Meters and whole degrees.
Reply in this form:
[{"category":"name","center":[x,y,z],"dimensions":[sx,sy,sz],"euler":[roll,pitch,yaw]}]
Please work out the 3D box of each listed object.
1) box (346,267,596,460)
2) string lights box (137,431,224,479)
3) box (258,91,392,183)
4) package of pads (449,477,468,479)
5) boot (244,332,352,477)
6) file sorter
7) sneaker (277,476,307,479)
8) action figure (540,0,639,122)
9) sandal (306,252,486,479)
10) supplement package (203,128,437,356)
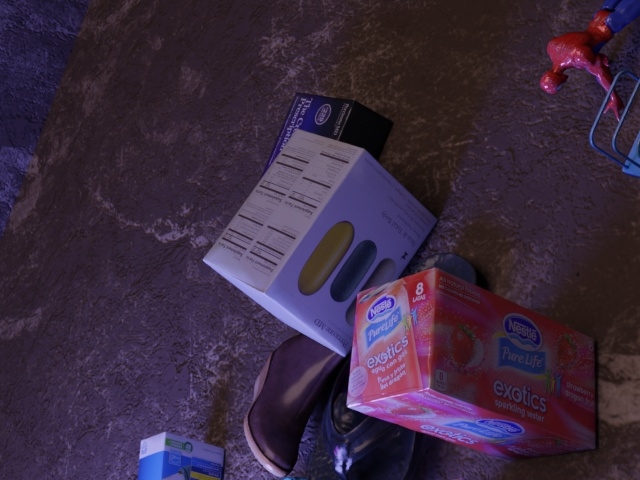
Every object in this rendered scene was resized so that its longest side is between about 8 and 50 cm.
[{"category":"box","center":[0.192,0.159,1.351],"dimensions":[0.142,0.300,0.154],"euler":[-22,53,46]},{"category":"string lights box","center":[-0.241,0.469,1.856],"dimensions":[0.077,0.133,0.259],"euler":[-27,52,40]},{"category":"box","center":[-0.008,-0.116,1.927],"dimensions":[0.184,0.103,0.261],"euler":[18,85,51]},{"category":"package of pads","center":[0.091,0.401,1.343],"dimensions":[0.101,0.297,0.229],"euler":[46,106,26]},{"category":"boot","center":[-0.027,0.230,1.739],"dimensions":[0.207,0.090,0.248],"euler":[-46,27,22]},{"category":"file sorter","center":[0.441,-0.139,1.375],"dimensions":[0.170,0.105,0.118],"euler":[24,89,54]},{"category":"sneaker","center":[-0.004,0.394,1.623],"dimensions":[0.275,0.110,0.107],"euler":[-16,58,45]},{"category":"action figure","center":[0.417,-0.280,1.514],"dimensions":[0.280,0.139,0.091],"euler":[-43,33,-7]},{"category":"sandal","center":[0.083,0.204,1.556],"dimensions":[0.168,0.107,0.445],"euler":[9,67,44]},{"category":"supplement package","center":[0.000,0.000,1.722],"dimensions":[0.262,0.199,0.198],"euler":[-55,35,-8]}]
